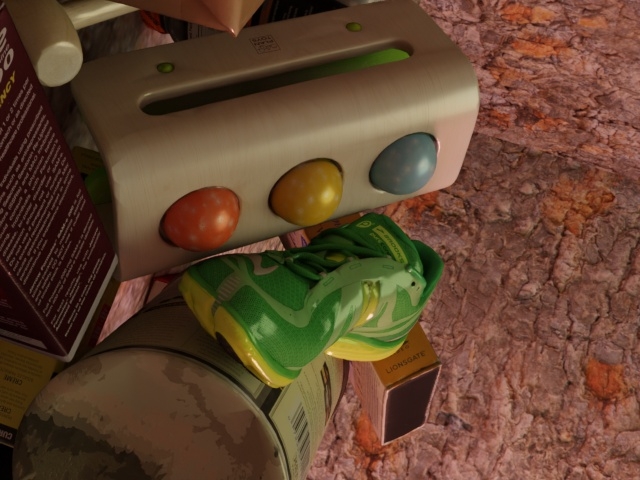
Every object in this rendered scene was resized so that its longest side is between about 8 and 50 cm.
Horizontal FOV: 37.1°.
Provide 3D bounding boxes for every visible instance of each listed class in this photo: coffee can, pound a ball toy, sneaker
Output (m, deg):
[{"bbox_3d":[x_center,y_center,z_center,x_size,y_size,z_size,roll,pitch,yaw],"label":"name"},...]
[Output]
[{"bbox_3d":[-0.095,0.139,0.783,0.275,0.201,0.202,-51,157,-74],"label":"coffee can"},{"bbox_3d":[-0.045,-0.085,0.649,0.319,0.136,0.208,-17,144,-22],"label":"pound a ball toy"},{"bbox_3d":[0.003,0.028,0.708,0.123,0.109,0.295,-52,159,17],"label":"sneaker"}]

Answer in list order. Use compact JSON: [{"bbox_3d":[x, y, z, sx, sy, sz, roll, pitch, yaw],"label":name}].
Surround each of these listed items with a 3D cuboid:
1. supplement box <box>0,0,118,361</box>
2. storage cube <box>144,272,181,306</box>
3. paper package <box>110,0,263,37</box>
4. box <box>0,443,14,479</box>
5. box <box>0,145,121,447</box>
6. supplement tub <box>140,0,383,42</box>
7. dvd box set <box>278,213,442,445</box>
[{"bbox_3d":[-0.186,-0.028,0.447,0.239,0.130,0.073,93,16,-66],"label":"supplement box"},{"bbox_3d":[-0.118,0.151,1.158,0.193,0.183,0.215,-6,115,-80],"label":"storage cube"},{"bbox_3d":[-0.058,-0.326,0.536,0.325,0.168,0.309,-63,167,-47],"label":"paper package"},{"bbox_3d":[-0.243,0.250,0.820,0.156,0.093,0.158,-44,152,-75],"label":"box"},{"bbox_3d":[-0.204,0.048,0.762,0.087,0.058,0.232,80,28,-77],"label":"box"},{"bbox_3d":[-0.048,-0.198,0.812,0.117,0.190,0.117,19,90,-82],"label":"supplement tub"},{"bbox_3d":[0.000,0.000,1.039,0.307,0.062,0.420,82,-18,-68],"label":"dvd box set"}]
